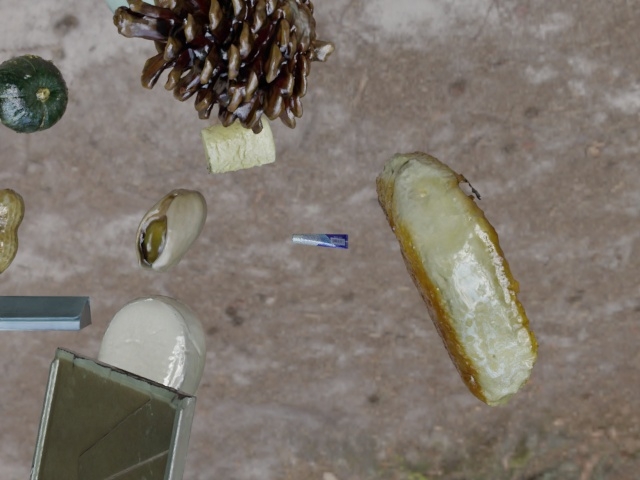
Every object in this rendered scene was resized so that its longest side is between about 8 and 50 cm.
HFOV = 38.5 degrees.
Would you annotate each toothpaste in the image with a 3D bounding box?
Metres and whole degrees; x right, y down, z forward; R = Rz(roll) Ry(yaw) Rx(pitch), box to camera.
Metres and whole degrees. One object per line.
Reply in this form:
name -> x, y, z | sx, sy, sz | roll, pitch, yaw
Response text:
toothpaste -> 0.000, 0.000, 1.352 | 0.083, 0.024, 0.015 | 2, 157, -6

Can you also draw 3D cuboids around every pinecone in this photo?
pinecone -> -0.097, -0.208, 0.921 | 0.212, 0.185, 0.169 | 22, 129, -37

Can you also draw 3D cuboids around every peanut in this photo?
peanut -> -0.671, -0.016, 1.914 | 0.089, 0.192, 0.089 | 13, -178, 0

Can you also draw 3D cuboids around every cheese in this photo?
cheese -> -0.199, -0.231, 2.216 | 0.167, 0.123, 0.094 | -13, -176, -10

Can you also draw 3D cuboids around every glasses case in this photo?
glasses case -> -0.544, 0.126, 1.604 | 0.266, 0.056, 0.105 | 0, 180, -3

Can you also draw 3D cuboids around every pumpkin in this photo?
pumpkin -> -0.680, -0.342, 2.143 | 0.146, 0.190, 0.190 | -8, 142, 26

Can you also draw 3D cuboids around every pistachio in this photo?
pistachio -> -0.362, -0.025, 2.235 | 0.138, 0.238, 0.153 | 8, 143, 39

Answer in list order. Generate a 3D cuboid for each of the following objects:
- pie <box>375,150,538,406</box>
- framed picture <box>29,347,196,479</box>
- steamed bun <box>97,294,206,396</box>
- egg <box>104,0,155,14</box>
pie -> 0.145, 0.037, 1.050 | 0.092, 0.315, 0.315 | -25, 141, -2
framed picture -> -0.219, 0.225, 0.900 | 0.019, 0.208, 0.281 | 12, 178, -40
steamed bun -> -0.277, 0.207, 1.544 | 0.177, 0.228, 0.131 | 11, 175, 19
egg -> -0.192, -0.448, 1.327 | 0.230, 0.229, 0.371 | 23, 138, -23
